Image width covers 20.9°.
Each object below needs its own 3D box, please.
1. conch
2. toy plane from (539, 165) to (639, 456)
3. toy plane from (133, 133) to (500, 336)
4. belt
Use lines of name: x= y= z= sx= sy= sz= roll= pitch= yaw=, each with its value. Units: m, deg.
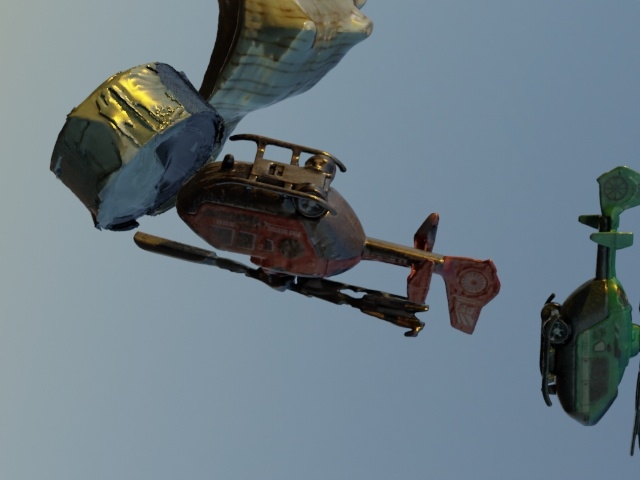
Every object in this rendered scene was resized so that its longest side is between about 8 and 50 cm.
conch: x=-0.035 y=-0.209 z=1.635 sx=0.203 sy=0.169 sz=0.386 roll=-82 pitch=180 yaw=-75
toy plane: x=0.221 y=0.057 z=1.359 sx=0.060 sy=0.096 sz=0.235 roll=-70 pitch=162 yaw=-75
toy plane: x=0.000 y=0.000 z=0.675 sx=0.037 sy=0.145 sz=0.060 roll=-76 pitch=-179 yaw=-58
belt: x=-0.114 y=-0.059 z=1.077 sx=0.105 sy=0.058 sz=0.140 roll=-43 pitch=168 yaw=0
